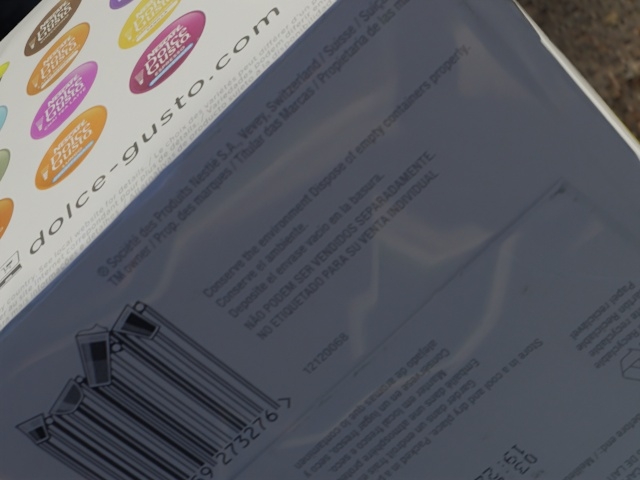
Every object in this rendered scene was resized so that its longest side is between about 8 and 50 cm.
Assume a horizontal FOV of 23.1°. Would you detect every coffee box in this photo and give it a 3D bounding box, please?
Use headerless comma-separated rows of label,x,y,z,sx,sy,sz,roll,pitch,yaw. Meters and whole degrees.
coffee box,0.000,0.000,0.877,0.337,0.338,0.334,-42,29,11
